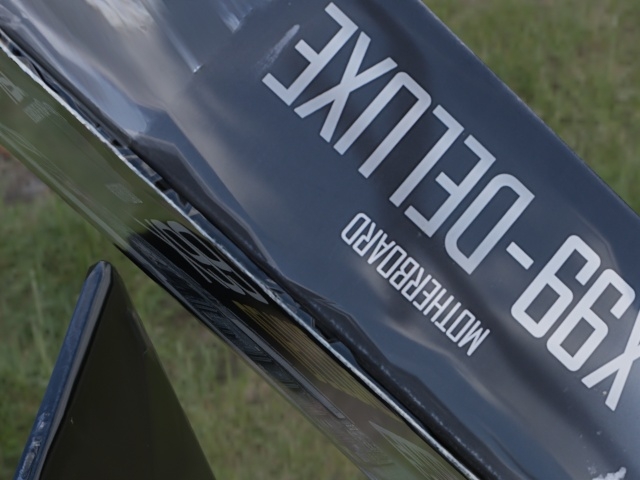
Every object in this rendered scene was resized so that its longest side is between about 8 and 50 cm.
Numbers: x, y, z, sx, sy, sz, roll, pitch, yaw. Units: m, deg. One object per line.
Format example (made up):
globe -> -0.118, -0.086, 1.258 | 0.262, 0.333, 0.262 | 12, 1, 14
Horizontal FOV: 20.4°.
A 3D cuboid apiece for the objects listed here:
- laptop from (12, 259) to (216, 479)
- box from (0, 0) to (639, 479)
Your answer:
laptop -> -0.187, 0.296, 0.972 | 0.236, 0.382, 0.408 | -11, 34, 15
box -> 0.000, 0.000, 0.542 | 0.076, 0.242, 0.307 | -49, 11, -7
